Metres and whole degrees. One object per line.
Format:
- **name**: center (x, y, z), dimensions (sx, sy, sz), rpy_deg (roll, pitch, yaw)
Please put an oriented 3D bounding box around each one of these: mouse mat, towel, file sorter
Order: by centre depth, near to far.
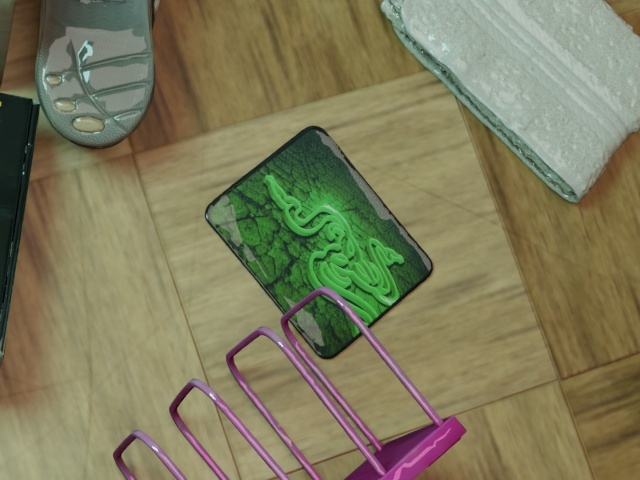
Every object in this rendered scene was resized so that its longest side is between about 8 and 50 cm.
- **file sorter**: center (-0.063, 0.199, 1.559), dimensions (0.291, 0.202, 0.182), rpy_deg (-39, 89, -20)
- **mouse mat**: center (0.000, 0.000, 1.724), dimensions (0.152, 0.007, 0.189), rpy_deg (-40, 91, -20)
- **towel**: center (0.212, -0.196, 1.805), dimensions (0.282, 0.049, 0.187), rpy_deg (43, 71, -3)

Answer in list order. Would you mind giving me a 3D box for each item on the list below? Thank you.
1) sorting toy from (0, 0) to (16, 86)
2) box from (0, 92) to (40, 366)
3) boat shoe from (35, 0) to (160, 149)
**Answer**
- **sorting toy**: center (-0.305, -0.295, 1.574), dimensions (0.089, 0.255, 0.257), rpy_deg (6, 76, -12)
- **box**: center (-0.418, -0.028, 1.548), dimensions (0.322, 0.079, 0.257), rpy_deg (11, 59, -13)
- **boat shoe**: center (-0.206, -0.256, 1.661), dimensions (0.132, 0.130, 0.355), rpy_deg (9, 81, -10)
